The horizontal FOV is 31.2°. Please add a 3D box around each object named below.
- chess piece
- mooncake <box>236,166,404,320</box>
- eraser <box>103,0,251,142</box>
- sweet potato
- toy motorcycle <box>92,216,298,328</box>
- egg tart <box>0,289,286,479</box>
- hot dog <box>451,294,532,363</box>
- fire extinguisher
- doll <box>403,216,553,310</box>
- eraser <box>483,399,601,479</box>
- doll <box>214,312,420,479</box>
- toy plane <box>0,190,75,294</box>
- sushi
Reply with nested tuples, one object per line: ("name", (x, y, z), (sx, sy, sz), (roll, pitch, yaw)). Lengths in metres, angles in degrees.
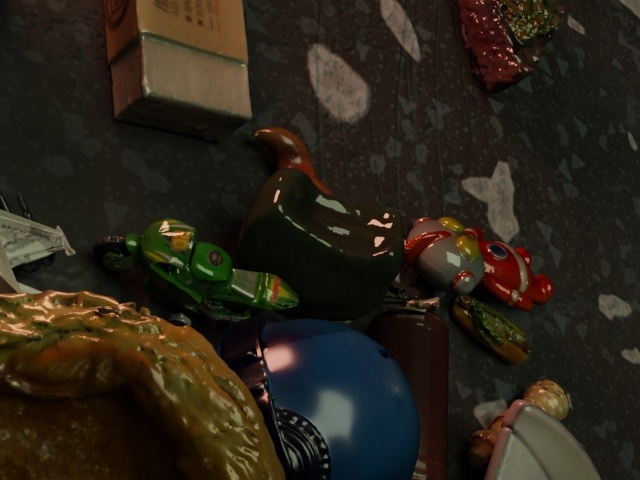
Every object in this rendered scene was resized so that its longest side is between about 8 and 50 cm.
("chess piece", (0.228, 0.223, 1.349), (0.172, 0.060, 0.060), (-26, 87, -43))
("mooncake", (0.000, 0.000, 1.183), (0.175, 0.168, 0.104), (48, 42, -34))
("eraser", (-0.161, -0.282, 1.247), (0.144, 0.078, 0.344), (10, 63, -37))
("sweet potato", (-0.007, -0.044, 1.277), (0.055, 0.058, 0.202), (-32, 93, -26))
("toy motorcycle", (-0.121, 0.032, 1.100), (0.190, 0.106, 0.074), (28, 53, -26))
("egg tart", (-0.191, 0.204, 0.864), (0.352, 0.351, 0.150), (63, 3, 3))
("hot dog", (0.212, 0.106, 1.402), (0.133, 0.041, 0.056), (35, 49, -23))
("fire extinguisher", (0.086, 0.158, 1.231), (0.104, 0.104, 0.269), (24, 55, -31))
("doll", (0.181, 0.025, 1.393), (0.245, 0.076, 0.142), (17, 30, -39))
("eraser", (0.256, 0.313, 1.309), (0.243, 0.059, 0.204), (32, 73, -40))
("doll", (-0.015, 0.215, 1.013), (0.284, 0.240, 0.310), (43, 25, -75))
("toy plane", (-0.304, -0.007, 0.989), (0.160, 0.082, 0.234), (-21, 68, -35))
("sushi", (0.258, -0.327, 1.626), (0.161, 0.107, 0.241), (45, 46, -9))
